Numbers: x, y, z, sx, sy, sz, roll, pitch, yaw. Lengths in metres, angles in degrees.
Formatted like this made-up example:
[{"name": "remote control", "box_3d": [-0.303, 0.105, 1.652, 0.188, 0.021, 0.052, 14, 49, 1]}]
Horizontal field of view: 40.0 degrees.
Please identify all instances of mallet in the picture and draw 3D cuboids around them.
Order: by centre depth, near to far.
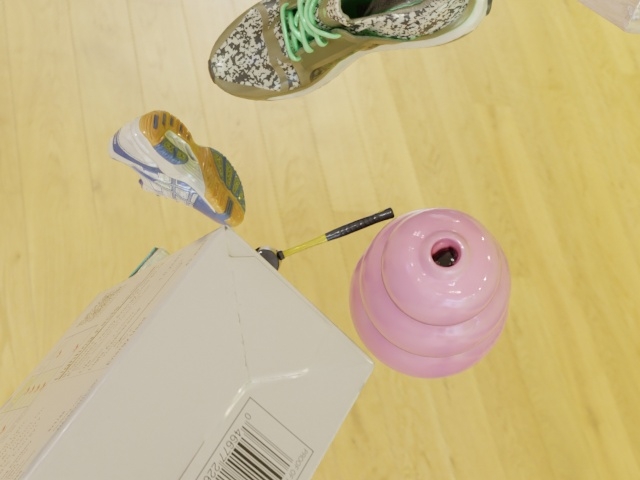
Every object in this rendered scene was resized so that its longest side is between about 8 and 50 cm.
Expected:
[{"name": "mallet", "box_3d": [0.000, 0.000, 1.074, 0.062, 0.189, 0.039, -50, 119, -81]}]

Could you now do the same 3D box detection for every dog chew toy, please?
[{"name": "dog chew toy", "box_3d": [0.136, 0.054, 1.053, 0.206, 0.332, 0.206, -1, 75, 2]}]

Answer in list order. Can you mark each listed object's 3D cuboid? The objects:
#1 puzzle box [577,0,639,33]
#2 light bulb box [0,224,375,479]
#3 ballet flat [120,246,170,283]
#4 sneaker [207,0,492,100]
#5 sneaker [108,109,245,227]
[{"name": "puzzle box", "box_3d": [0.342, -0.363, 1.109, 0.272, 0.052, 0.409, -2, 38, -33]}, {"name": "light bulb box", "box_3d": [-0.195, 0.216, 0.920, 0.225, 0.361, 0.358, 44, 57, -15]}, {"name": "ballet flat", "box_3d": [-0.319, 0.082, 1.511, 0.168, 0.057, 0.052, -44, 99, 4]}, {"name": "sneaker", "box_3d": [0.016, -0.303, 1.170, 0.182, 0.410, 0.158, -10, 83, -72]}, {"name": "sneaker", "box_3d": [-0.255, -0.121, 1.592, 0.296, 0.131, 0.112, 47, 38, -39]}]
